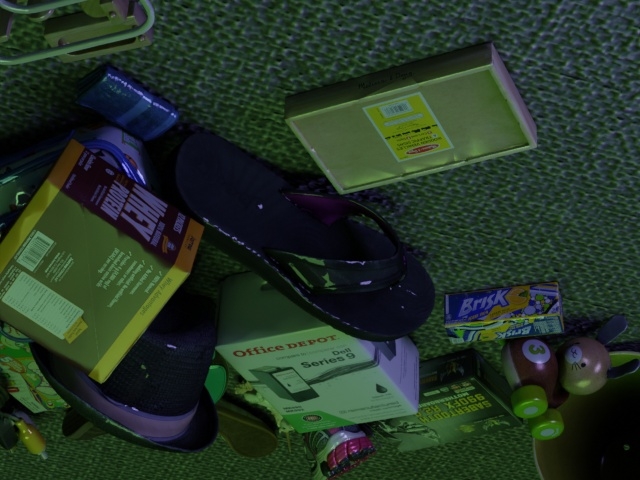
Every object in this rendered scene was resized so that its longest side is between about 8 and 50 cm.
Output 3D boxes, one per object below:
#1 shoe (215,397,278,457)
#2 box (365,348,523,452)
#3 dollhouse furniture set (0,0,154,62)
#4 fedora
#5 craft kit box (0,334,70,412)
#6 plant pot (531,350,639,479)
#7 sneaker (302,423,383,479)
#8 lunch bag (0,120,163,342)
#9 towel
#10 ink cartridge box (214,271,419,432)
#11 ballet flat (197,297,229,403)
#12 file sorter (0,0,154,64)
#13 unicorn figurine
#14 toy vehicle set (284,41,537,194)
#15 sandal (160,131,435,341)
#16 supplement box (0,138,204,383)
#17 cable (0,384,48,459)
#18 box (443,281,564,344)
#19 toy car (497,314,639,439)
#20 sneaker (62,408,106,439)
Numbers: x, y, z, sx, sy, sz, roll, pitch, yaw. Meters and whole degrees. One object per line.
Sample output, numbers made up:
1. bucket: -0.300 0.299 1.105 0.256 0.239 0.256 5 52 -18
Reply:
1. shoe: -0.146 0.308 2.305 0.076 0.058 0.219 -35 138 15
2. box: 0.188 0.265 2.211 0.231 0.056 0.183 -17 140 27
3. dollhouse furniture set: -0.284 -0.223 1.485 0.144 0.123 0.151 -9 144 17
4. fedora: -0.237 0.143 1.864 0.334 0.334 0.152 27 107 -30
5. craft kit box: -0.411 0.179 2.135 0.246 0.061 0.250 -14 142 19
6. plant pot: 0.498 0.346 2.158 0.274 0.275 0.293 -9 158 16
7. sneaker: 0.026 0.332 2.267 0.120 0.112 0.299 -28 167 -12
8. lunch bag: -0.337 -0.012 1.726 0.303 0.115 0.243 -21 115 14
9. towel: -0.235 -0.165 1.648 0.067 0.029 0.119 -28 134 36
10. ink cartridge box: -0.002 0.160 2.015 0.211 0.122 0.289 -13 142 23
11. ballet flat: -0.177 0.169 2.084 0.072 0.068 0.213 -1 137 -2
12. file sorter: -0.242 -0.319 1.213 0.192 0.278 0.173 -10 145 18
13. unicorn figurine: -0.072 0.266 2.239 0.162 0.060 0.111 37 136 -16
14. toy vehicle set: 0.110 -0.143 1.648 0.266 0.035 0.166 -13 142 21
15. sandal: -0.001 0.001 1.747 0.445 0.168 0.107 29 142 -31
16. supplement box: -0.276 0.024 1.607 0.194 0.129 0.191 35 113 -12
17. cable: -0.533 0.270 2.253 0.139 0.072 0.287 34 152 23
18. box: 0.266 0.107 1.974 0.168 0.059 0.054 -7 143 14
19. toy car: 0.372 0.180 2.004 0.188 0.155 0.149 -22 139 17
20. sneaker: -0.362 0.291 2.298 0.071 0.066 0.188 12 153 -42
